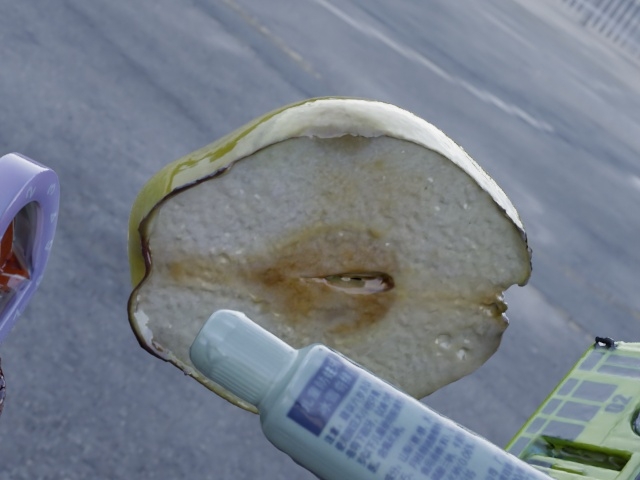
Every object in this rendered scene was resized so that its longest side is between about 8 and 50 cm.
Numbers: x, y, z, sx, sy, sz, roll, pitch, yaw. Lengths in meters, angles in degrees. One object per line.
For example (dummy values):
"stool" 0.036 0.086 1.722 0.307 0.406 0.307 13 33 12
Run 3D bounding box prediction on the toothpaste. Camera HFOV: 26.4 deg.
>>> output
"toothpaste" 0.049 0.089 0.464 0.216 0.062 0.037 32 -23 2

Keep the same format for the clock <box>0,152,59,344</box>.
"clock" -0.271 0.021 1.075 0.064 0.198 0.172 26 5 5

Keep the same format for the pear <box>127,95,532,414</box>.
"pear" 0.000 0.000 1.363 0.386 0.340 0.191 9 30 -12

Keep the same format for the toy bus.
"toy bus" 0.195 0.187 0.950 0.150 0.262 0.128 4 -52 48

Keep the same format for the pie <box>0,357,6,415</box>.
"pie" -0.287 0.099 0.929 0.154 0.036 0.154 16 58 -27
